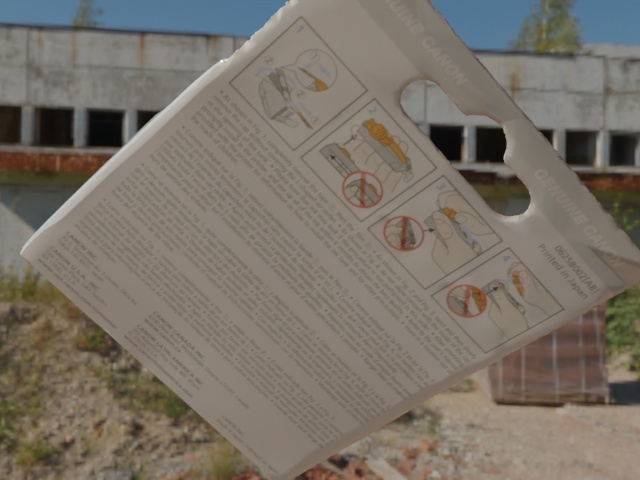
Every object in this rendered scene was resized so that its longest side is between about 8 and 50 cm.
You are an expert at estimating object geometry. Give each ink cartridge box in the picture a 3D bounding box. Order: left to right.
[{"bbox_3d":[0.000,0.000,0.411,0.232,0.189,0.066,-38,16,25],"label":"ink cartridge box"}]
